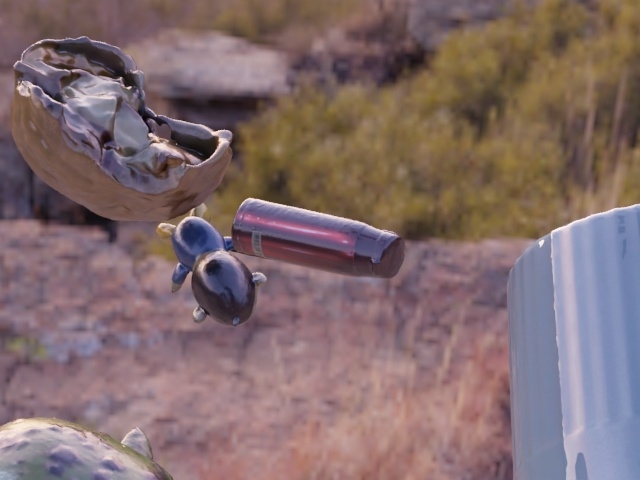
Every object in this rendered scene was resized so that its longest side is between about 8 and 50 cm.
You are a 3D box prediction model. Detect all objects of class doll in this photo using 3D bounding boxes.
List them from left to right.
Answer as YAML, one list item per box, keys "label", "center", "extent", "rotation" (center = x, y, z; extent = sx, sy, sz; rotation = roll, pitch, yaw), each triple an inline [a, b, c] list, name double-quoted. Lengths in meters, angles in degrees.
- label: "doll"
  center: [-0.114, 0.033, 1.912]
  extent: [0.102, 0.089, 0.179]
  rotation: [-31, 43, 2]

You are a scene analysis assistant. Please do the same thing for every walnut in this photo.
- label: "walnut"
  center: [-0.228, -0.102, 1.866]
  extent: [0.238, 0.141, 0.204]
  rotation: [41, 29, 27]

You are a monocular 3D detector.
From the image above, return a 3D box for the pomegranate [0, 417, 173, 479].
- label: "pomegranate"
  center: [-0.187, 0.211, 1.248]
  extent: [0.231, 0.231, 0.286]
  rotation: [-1, 37, -12]

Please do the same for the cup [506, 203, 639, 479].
- label: "cup"
  center: [0.302, 0.157, 1.351]
  extent: [0.331, 0.257, 0.311]
  rotation: [3, 63, -10]

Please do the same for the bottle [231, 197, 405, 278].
- label: "bottle"
  center: [0.000, 0.000, 1.702]
  extent: [0.164, 0.060, 0.060]
  rotation: [12, 29, 25]
